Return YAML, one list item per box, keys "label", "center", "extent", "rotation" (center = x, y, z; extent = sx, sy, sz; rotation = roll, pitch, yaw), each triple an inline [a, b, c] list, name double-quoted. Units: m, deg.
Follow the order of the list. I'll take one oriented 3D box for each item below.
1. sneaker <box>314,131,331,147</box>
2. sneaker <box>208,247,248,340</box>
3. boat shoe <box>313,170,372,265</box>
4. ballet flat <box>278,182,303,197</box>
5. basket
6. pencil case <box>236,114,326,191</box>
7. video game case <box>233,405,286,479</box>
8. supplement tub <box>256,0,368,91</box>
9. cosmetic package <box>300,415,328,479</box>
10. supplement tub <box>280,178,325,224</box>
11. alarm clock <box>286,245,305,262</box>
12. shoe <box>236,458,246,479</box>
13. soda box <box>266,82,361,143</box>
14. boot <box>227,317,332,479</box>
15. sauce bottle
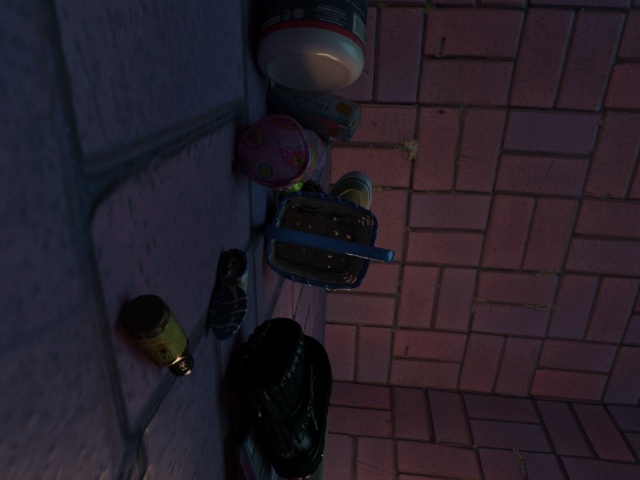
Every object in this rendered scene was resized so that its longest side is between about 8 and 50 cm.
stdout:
- label: "sneaker"
  center: [-0.026, -0.334, 1.231]
  extent: [0.296, 0.112, 0.131]
  rotation: [71, 23, -80]
- label: "sneaker"
  center: [-0.125, 0.083, 0.691]
  extent: [0.058, 0.052, 0.135]
  rotation: [94, 2, -60]
- label: "boat shoe"
  center: [0.047, -0.043, 1.220]
  extent: [0.094, 0.109, 0.302]
  rotation: [-69, -176, -47]
- label: "ballet flat"
  center: [-0.063, -0.191, 1.156]
  extent: [0.231, 0.077, 0.077]
  rotation: [-77, 154, -52]
- label: "basket"
  center: [0.000, 0.000, 1.018]
  extent: [0.289, 0.255, 0.201]
  rotation: [-142, -114, -79]
- label: "pencil case"
  center: [-0.060, -0.154, 0.853]
  extent: [0.284, 0.124, 0.124]
  rotation: [-66, 159, -78]
- label: "video game case"
  center: [-0.095, 0.431, 0.904]
  extent: [0.196, 0.026, 0.274]
  rotation: [-87, 162, -74]
- label: "supplement tub"
  center: [-0.010, -0.425, 0.847]
  extent: [0.191, 0.191, 0.272]
  rotation: [56, 38, -82]
- label: "cosmetic package"
  center: [-0.066, 0.580, 1.183]
  extent: [0.296, 0.153, 0.129]
  rotation: [-76, 170, -59]
- label: "supplement tub"
  center: [-0.040, -0.107, 1.249]
  extent: [0.198, 0.106, 0.106]
  rotation: [-64, 157, -78]
- label: "alarm clock"
  center: [-0.067, 0.045, 1.286]
  extent: [0.192, 0.064, 0.129]
  rotation: [-82, 174, -67]
- label: "shoe"
  center: [-0.129, 0.499, 0.890]
  extent: [0.076, 0.058, 0.219]
  rotation: [-45, 123, -76]
- label: "soda box"
  center: [-0.012, -0.262, 0.957]
  extent: [0.063, 0.183, 0.058]
  rotation: [-62, 166, -20]
- label: "boot"
  center: [-0.065, 0.237, 0.915]
  extent: [0.348, 0.131, 0.260]
  rotation: [-96, 170, -60]
- label: "sauce bottle"
  center: [-0.148, 0.098, 0.457]
  extent: [0.128, 0.042, 0.042]
  rotation: [84, 10, -54]
